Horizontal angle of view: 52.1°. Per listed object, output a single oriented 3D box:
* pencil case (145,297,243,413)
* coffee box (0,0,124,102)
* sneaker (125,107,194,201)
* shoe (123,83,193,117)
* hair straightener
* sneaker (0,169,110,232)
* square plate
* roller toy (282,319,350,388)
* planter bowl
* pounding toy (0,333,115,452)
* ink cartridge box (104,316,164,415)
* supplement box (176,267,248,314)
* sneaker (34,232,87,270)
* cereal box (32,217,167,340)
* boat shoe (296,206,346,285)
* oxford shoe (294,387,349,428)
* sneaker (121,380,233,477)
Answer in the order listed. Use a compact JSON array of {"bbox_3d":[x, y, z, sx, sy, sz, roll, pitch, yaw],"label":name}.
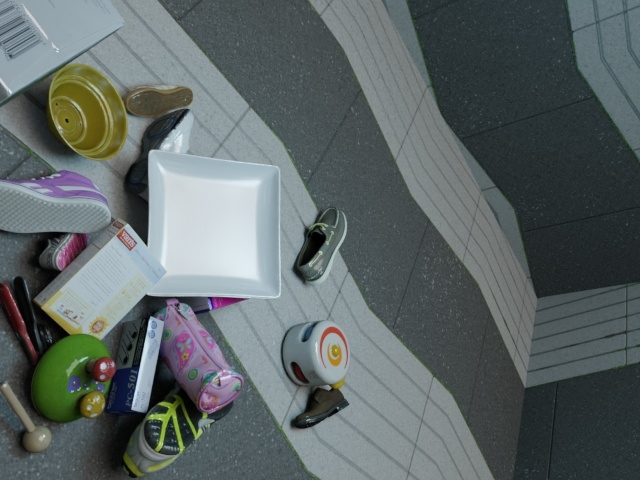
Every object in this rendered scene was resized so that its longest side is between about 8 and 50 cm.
[{"bbox_3d":[-0.292,0.258,1.495,0.124,0.124,0.284,20,20,-50],"label":"pencil case"},{"bbox_3d":[-0.645,-0.410,1.172,0.338,0.334,0.338,57,37,-23],"label":"coffee box"},{"bbox_3d":[-0.393,-0.212,1.676,0.129,0.110,0.297,51,48,-45],"label":"sneaker"},{"bbox_3d":[-0.430,-0.368,1.709,0.219,0.058,0.077,-22,127,-51],"label":"shoe"},{"bbox_3d":[-0.567,0.177,1.323,0.089,0.047,0.231,-35,107,-53],"label":"hair straightener"},{"bbox_3d":[-0.592,-0.093,1.365,0.282,0.102,0.161,11,30,-33],"label":"sneaker"},{"bbox_3d":[-0.259,-0.031,1.605,0.343,0.049,0.348,4,79,-28],"label":"square plate"},{"bbox_3d":[-0.005,0.340,1.962,0.191,0.146,0.210,15,67,-51],"label":"roller toy"},{"bbox_3d":[-0.545,-0.278,1.470,0.217,0.090,0.217,23,63,-56],"label":"planter bowl"},{"bbox_3d":[-0.483,0.299,1.298,0.237,0.110,0.183,-39,130,-48],"label":"pounding toy"},{"bbox_3d":[-0.413,0.280,1.458,0.046,0.097,0.207,32,53,-44],"label":"ink cartridge box"},{"bbox_3d":[-0.261,0.118,1.715,0.220,0.111,0.114,-10,86,-56],"label":"supplement box"},{"bbox_3d":[-0.552,0.009,1.392,0.170,0.074,0.063,-84,172,-59],"label":"sneaker"},{"bbox_3d":[-0.458,0.094,1.385,0.240,0.047,0.173,-49,139,-21],"label":"cereal box"},{"bbox_3d":[0.004,0.000,2.129,0.091,0.109,0.305,51,45,-38],"label":"boat shoe"},{"bbox_3d":[-0.012,0.500,1.973,0.227,0.082,0.096,-12,69,-55],"label":"oxford shoe"},{"bbox_3d":[-0.331,0.409,1.511,0.145,0.147,0.384,50,17,7],"label":"sneaker"}]
